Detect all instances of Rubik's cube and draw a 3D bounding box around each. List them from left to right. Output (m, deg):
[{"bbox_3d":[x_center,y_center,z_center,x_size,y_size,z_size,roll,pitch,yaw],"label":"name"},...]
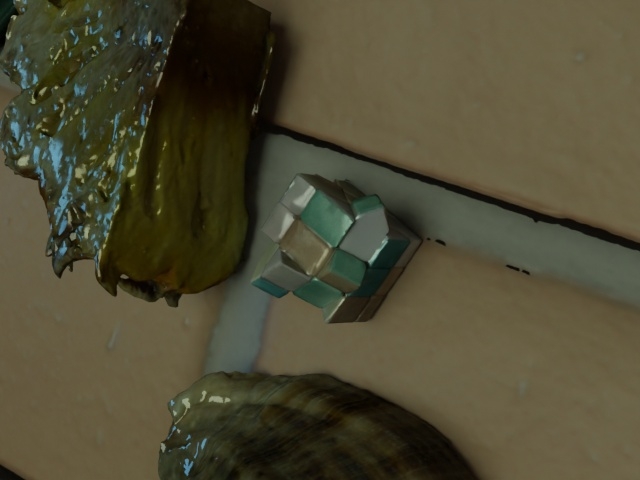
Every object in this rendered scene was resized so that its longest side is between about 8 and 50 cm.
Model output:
[{"bbox_3d":[0.001,0.003,0.609,0.084,0.073,0.075,22,101,28],"label":"Rubik's cube"}]

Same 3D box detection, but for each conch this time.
[{"bbox_3d":[-0.022,0.197,0.573,0.210,0.159,0.291,-37,70,27],"label":"conch"}]

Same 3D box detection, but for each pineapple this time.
[{"bbox_3d":[-0.111,-0.083,0.657,0.186,0.114,0.236,-30,72,28],"label":"pineapple"}]

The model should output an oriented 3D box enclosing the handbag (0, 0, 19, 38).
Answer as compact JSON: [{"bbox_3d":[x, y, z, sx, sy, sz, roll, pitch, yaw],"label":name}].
[{"bbox_3d":[-0.329,-0.266,0.805,0.238,0.089,0.326,-41,69,26],"label":"handbag"}]
